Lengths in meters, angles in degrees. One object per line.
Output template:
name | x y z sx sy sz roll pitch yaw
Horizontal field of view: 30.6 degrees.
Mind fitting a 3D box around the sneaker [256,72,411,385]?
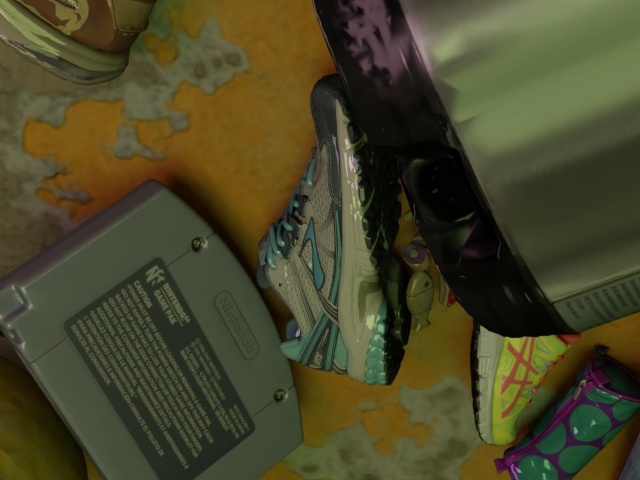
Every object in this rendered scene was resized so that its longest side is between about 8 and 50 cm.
sneaker | 0.000 0.000 0.958 0.122 0.110 0.283 3 120 16

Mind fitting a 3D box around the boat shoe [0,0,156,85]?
boat shoe | -0.253 -0.242 0.818 0.324 0.123 0.116 32 114 -23

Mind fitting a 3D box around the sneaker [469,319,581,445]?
sneaker | 0.179 0.098 1.022 0.094 0.081 0.208 0 123 2

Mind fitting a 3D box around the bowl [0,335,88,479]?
bowl | -0.314 0.177 1.052 0.289 0.156 0.289 18 138 17

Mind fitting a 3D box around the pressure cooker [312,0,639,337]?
pressure cooker | 0.225 -0.172 0.603 0.420 0.370 0.375 -21 109 17

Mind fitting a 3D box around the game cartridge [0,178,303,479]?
game cartridge | -0.133 0.105 1.005 0.198 0.062 0.297 -38 122 -23

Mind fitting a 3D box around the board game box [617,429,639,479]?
board game box | 0.307 0.233 1.018 0.027 0.145 0.281 -4 141 -5

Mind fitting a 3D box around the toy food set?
toy food set | 0.104 0.017 0.990 0.078 0.019 0.122 -31 131 -23

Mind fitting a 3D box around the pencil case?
pencil case | 0.231 0.172 1.075 0.070 0.064 0.151 17 124 -26
